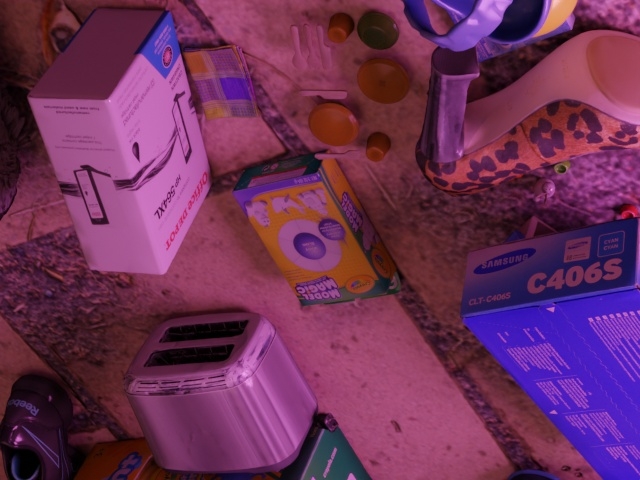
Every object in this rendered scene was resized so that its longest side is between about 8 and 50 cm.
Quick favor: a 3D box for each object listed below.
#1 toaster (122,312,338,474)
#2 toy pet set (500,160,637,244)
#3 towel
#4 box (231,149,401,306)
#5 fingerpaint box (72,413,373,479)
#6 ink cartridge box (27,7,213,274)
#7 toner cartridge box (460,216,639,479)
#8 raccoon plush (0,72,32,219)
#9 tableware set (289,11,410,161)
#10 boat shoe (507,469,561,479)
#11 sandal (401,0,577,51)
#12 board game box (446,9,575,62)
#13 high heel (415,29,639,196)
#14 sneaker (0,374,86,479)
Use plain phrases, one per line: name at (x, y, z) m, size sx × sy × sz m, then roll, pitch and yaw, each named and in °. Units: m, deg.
toaster at (-0.107, 0.167, 1.450) m, size 0.226 × 0.129 × 0.146 m, roll -6°, pitch 126°, yaw 30°
toy pet set at (0.203, -0.008, 1.195) m, size 0.122 × 0.065 × 0.114 m, roll 33°, pitch 135°, yaw -6°
towel at (-0.093, -0.148, 1.236) m, size 0.060 × 0.009 × 0.083 m, roll 2°, pitch 131°, yaw 21°
box at (0.000, 0.000, 1.310) m, size 0.105 × 0.043 × 0.179 m, roll -11°, pitch 126°, yaw 32°
fingerpaint box at (-0.177, 0.418, 1.486) m, size 0.371 × 0.445 × 0.163 m, roll -12°, pitch 123°, yaw 32°
ink cartridge box at (-0.178, -0.091, 1.228) m, size 0.085 × 0.148 × 0.203 m, roll 4°, pitch 132°, yaw 18°
toner cartridge box at (0.281, 0.119, 1.214) m, size 0.165 × 0.075 × 0.348 m, roll -13°, pitch 138°, yaw 31°
raccoon plush at (-0.455, -0.171, 1.311) m, size 0.299 × 0.216 × 0.447 m, roll 23°, pitch 108°, yaw 22°
tableware set at (0.033, -0.136, 1.185) m, size 0.104 × 0.024 × 0.154 m, roll 2°, pitch 130°, yaw 18°
boat shoe at (0.245, 0.368, 1.506) m, size 0.109 × 0.089 × 0.258 m, roll 6°, pitch 132°, yaw 19°
sandal at (0.064, -0.259, 0.965) m, size 0.317 × 0.138 × 0.126 m, roll 46°, pitch 132°, yaw -8°
board game box at (0.147, -0.197, 1.078) m, size 0.090 × 0.020 × 0.090 m, roll -17°, pitch 122°, yaw 33°
high heel at (0.213, -0.089, 1.120) m, size 0.261 × 0.093 × 0.186 m, roll 7°, pitch 149°, yaw 4°
sneaker at (-0.358, 0.291, 1.691) m, size 0.101 × 0.106 × 0.267 m, roll 6°, pitch 134°, yaw 17°
